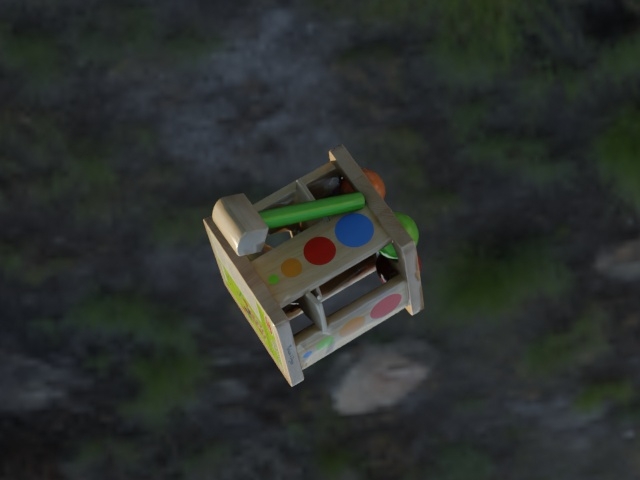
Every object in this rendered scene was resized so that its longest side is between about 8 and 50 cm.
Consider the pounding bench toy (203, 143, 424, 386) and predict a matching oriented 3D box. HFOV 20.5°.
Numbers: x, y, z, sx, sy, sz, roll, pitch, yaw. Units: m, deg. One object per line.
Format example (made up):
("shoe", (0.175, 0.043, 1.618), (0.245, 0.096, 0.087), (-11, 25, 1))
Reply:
("pounding bench toy", (0.000, 0.000, 0.628), (0.065, 0.052, 0.083), (-30, 152, -9))
